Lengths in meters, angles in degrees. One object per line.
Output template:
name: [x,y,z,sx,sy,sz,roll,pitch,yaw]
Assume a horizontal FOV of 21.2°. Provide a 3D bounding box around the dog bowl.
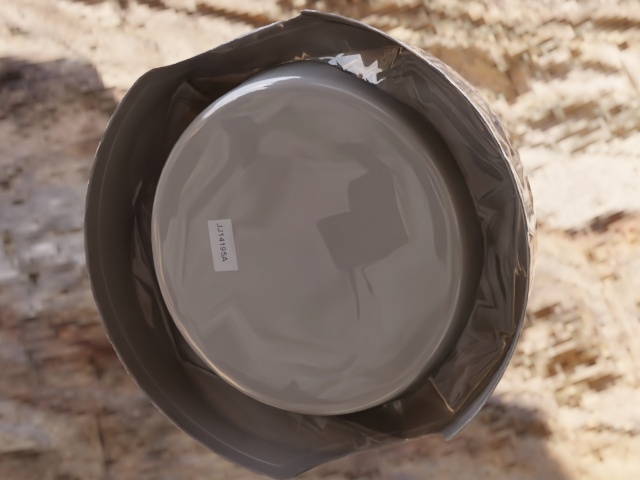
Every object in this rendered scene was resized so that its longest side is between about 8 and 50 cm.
dog bowl: [0.000,0.000,1.264,0.349,0.348,0.102,-41,-7,25]
